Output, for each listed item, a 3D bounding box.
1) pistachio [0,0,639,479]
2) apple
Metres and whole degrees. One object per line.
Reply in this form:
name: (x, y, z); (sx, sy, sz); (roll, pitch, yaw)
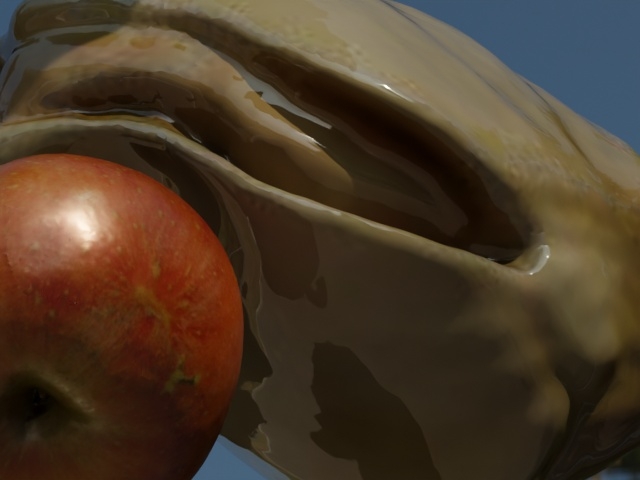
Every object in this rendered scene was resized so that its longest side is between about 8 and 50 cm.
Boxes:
pistachio: (0.000, 0.000, 1.022); (0.445, 0.281, 0.365); (19, -14, 2)
apple: (-0.110, 0.042, 0.786); (0.163, 0.139, 0.163); (1, -61, 2)
